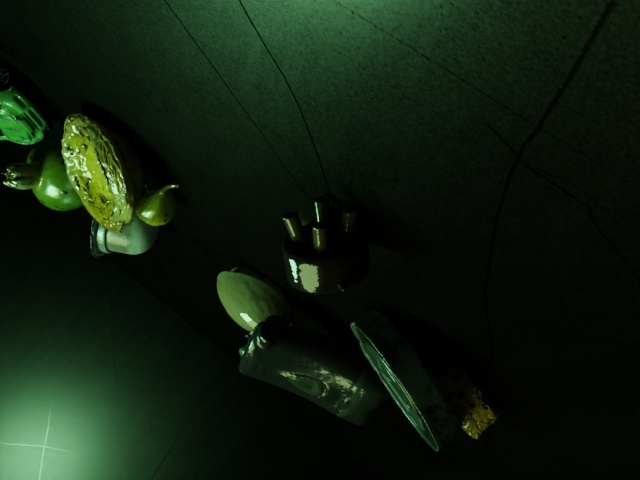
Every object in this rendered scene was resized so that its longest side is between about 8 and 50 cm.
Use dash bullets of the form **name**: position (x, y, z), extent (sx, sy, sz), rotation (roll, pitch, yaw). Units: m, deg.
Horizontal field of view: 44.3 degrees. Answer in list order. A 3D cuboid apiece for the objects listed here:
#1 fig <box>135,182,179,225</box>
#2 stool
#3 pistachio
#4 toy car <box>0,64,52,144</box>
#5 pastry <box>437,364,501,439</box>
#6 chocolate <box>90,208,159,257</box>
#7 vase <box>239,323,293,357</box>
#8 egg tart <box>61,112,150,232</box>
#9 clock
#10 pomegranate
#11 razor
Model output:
- **fig**: position (-0.344, -0.100, 1.745), extent (0.093, 0.093, 0.166), rotation (42, 124, -7)
- **stool**: position (0.000, 0.000, 1.166), extent (0.217, 0.125, 0.121), rotation (-120, 18, -64)
- **pistachio**: position (-0.157, 0.144, 1.862), extent (0.226, 0.136, 0.136), rotation (36, 164, 28)
- **toy car**: position (-0.831, -0.344, 1.920), extent (0.359, 0.176, 0.213), rotation (32, 163, 23)
- **pastry**: position (0.261, 0.290, 1.410), extent (0.140, 0.080, 0.056), rotation (46, -166, -15)
- **chocolate**: position (-0.500, -0.044, 2.068), extent (0.147, 0.221, 0.221), rotation (9, 159, 3)
- **vase**: position (-0.149, 0.258, 2.076), extent (0.081, 0.148, 0.081), rotation (36, 164, 12)
- **egg tart**: position (-0.456, -0.150, 1.699), extent (0.291, 0.107, 0.290), rotation (36, 140, 37)
- **clock**: position (0.153, 0.251, 1.435), extent (0.280, 0.055, 0.280), rotation (56, 173, 11)
- **pomegranate**: position (-0.639, -0.162, 1.892), extent (0.202, 0.202, 0.248), rotation (26, -158, 39)
- **razor**: position (-0.009, 0.290, 1.772), extent (0.349, 0.113, 0.204), rotation (25, 139, -5)
